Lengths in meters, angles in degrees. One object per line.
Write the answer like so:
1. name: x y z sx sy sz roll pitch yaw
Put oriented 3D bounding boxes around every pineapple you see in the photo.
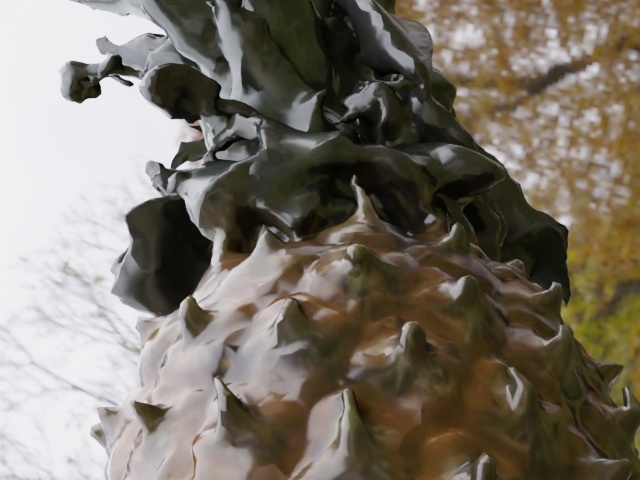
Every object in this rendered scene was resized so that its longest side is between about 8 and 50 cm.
1. pineapple: 0.004 0.000 0.448 0.165 0.364 0.165 -5 -40 -4
